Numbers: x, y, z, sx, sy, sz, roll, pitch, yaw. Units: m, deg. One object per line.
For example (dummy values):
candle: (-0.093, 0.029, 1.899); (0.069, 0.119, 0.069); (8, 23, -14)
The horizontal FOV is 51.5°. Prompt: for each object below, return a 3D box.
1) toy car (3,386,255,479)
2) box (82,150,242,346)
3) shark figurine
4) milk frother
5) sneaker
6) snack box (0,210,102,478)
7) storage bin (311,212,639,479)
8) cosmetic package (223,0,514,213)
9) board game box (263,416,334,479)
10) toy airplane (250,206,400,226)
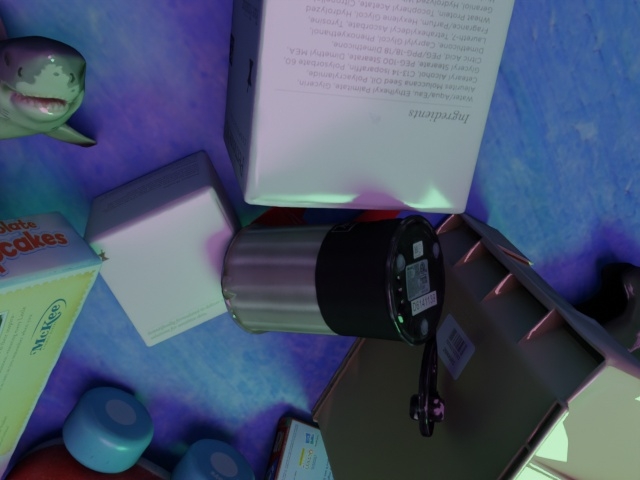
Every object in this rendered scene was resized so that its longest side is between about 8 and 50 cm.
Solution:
toy car: (-0.185, 0.289, 0.536); (0.210, 0.238, 0.219); (33, 104, -15)
box: (-0.112, 0.004, 0.515); (0.101, 0.087, 0.102); (-24, 117, -1)
shark figurine: (-0.264, -0.113, 0.438); (0.278, 0.166, 0.116); (-4, 91, 7)
milk frother: (0.019, 0.060, 0.471); (0.129, 0.134, 0.143); (17, 75, -54)
sneaker: (0.236, 0.137, 0.665); (0.130, 0.109, 0.286); (43, 92, -17)
snack box: (-0.288, 0.130, 0.448); (0.060, 0.187, 0.322); (43, 119, 17)
storage bin: (0.123, 0.145, 0.541); (0.123, 0.262, 0.261); (24, 107, -20)
cosmetic package: (0.021, -0.130, 0.448); (0.151, 0.151, 0.184); (3, 113, -15)
board game box: (-0.008, 0.325, 0.618); (0.145, 0.282, 0.027); (27, 150, -22)
toy airplane: (0.000, 0.000, 0.574); (0.151, 0.028, 0.151); (-6, 115, -12)
